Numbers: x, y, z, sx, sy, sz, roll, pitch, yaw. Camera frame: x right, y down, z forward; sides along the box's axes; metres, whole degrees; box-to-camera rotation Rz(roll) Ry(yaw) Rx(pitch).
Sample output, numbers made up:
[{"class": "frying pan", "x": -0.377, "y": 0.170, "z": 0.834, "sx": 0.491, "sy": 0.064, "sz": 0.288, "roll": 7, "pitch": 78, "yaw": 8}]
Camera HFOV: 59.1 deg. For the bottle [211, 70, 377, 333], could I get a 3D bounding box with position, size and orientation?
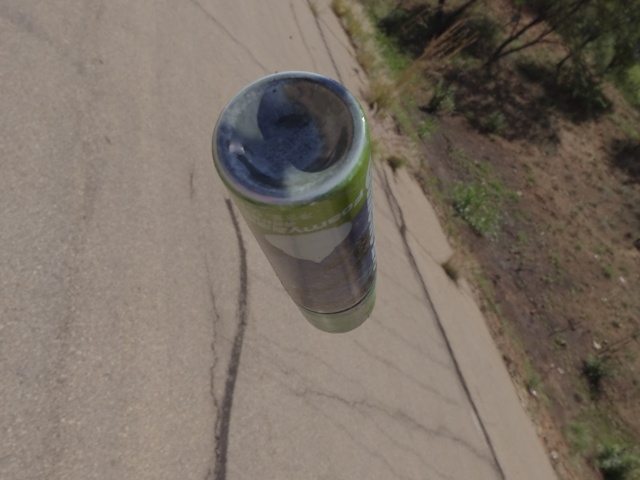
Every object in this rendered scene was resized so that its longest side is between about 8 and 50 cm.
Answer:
[{"class": "bottle", "x": 0.000, "y": 0.000, "z": 0.468, "sx": 0.330, "sy": 0.093, "sz": 0.093, "roll": 73, "pitch": -8, "yaw": -68}]
